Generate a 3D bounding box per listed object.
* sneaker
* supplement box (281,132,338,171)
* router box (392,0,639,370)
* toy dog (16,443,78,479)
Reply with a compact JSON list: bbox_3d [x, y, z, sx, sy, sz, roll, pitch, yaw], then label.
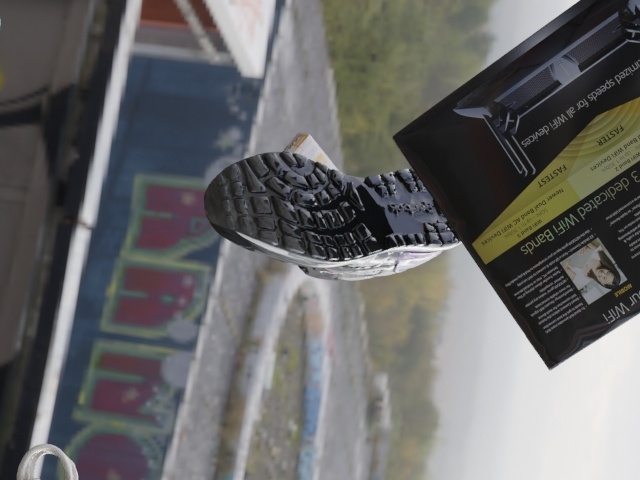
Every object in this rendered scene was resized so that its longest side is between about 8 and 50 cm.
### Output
[{"bbox_3d":[0.000,0.000,1.209,0.124,0.283,0.107,-38,-122,42],"label":"sneaker"},{"bbox_3d":[-0.021,-0.136,2.355,0.062,0.036,0.098,-50,124,-16],"label":"supplement box"},{"bbox_3d":[0.255,-0.076,1.108,0.243,0.309,0.081,57,16,8],"label":"router box"},{"bbox_3d":[-0.403,0.451,1.744,0.161,0.220,0.334,-35,-105,50],"label":"toy dog"}]
